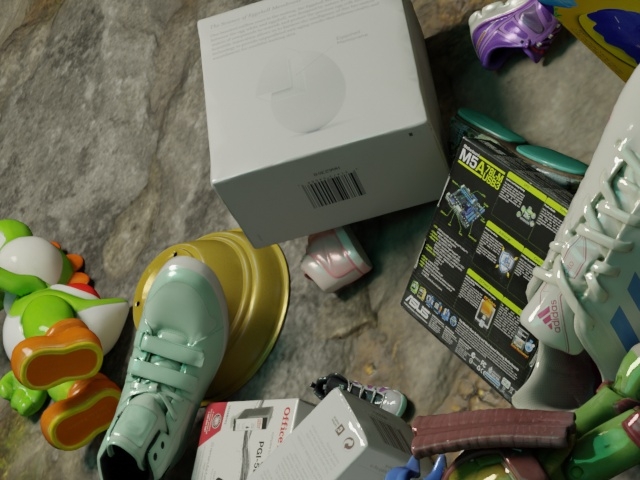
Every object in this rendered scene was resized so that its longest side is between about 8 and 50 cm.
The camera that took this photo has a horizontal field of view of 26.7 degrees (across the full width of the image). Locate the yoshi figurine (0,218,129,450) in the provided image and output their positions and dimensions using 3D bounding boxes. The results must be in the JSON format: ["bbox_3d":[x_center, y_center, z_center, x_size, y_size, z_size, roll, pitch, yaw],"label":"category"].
[{"bbox_3d":[-0.382,0.101,1.652,0.203,0.203,0.362,-57,38,13],"label":"yoshi figurine"}]

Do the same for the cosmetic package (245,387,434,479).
[{"bbox_3d":[-0.012,0.257,1.258,0.231,0.117,0.085,-46,43,13],"label":"cosmetic package"}]

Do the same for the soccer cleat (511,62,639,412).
[{"bbox_3d":[0.229,0.012,1.041,0.116,0.143,0.331,40,133,49],"label":"soccer cleat"}]

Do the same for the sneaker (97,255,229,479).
[{"bbox_3d":[-0.162,0.152,1.388,0.151,0.094,0.256,-61,-16,-70],"label":"sneaker"}]

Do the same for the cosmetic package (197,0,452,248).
[{"bbox_3d":[0.004,-0.140,1.400,0.224,0.138,0.224,-15,56,11],"label":"cosmetic package"}]

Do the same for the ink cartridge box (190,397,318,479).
[{"bbox_3d":[-0.061,0.215,1.371,0.135,0.056,0.099,-10,60,41],"label":"ink cartridge box"}]

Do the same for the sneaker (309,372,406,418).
[{"bbox_3d":[0.030,0.151,1.310,0.098,0.069,0.038,-2,67,44],"label":"sneaker"}]

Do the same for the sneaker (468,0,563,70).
[{"bbox_3d":[0.226,-0.219,1.350,0.170,0.068,0.071,-26,66,43],"label":"sneaker"}]

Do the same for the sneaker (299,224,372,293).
[{"bbox_3d":[0.000,0.000,1.438,0.070,0.051,0.134,-39,50,14],"label":"sneaker"}]

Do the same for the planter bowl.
[{"bbox_3d":[-0.145,0.069,1.511,0.217,0.090,0.217,-23,53,34],"label":"planter bowl"}]

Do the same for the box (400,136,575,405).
[{"bbox_3d":[0.166,0.026,1.227,0.191,0.045,0.184,41,116,48],"label":"box"}]

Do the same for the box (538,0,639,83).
[{"bbox_3d":[0.351,-0.208,1.037,0.279,0.290,0.177,15,78,48],"label":"box"}]

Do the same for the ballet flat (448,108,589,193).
[{"bbox_3d":[0.191,-0.069,1.296,0.070,0.070,0.188,-57,40,3],"label":"ballet flat"}]

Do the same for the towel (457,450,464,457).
[{"bbox_3d":[0.176,0.307,1.108,0.285,0.034,0.209,22,84,48],"label":"towel"}]

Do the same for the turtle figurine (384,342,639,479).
[{"bbox_3d":[0.212,0.201,0.975,0.266,0.198,0.274,-43,62,2],"label":"turtle figurine"}]
